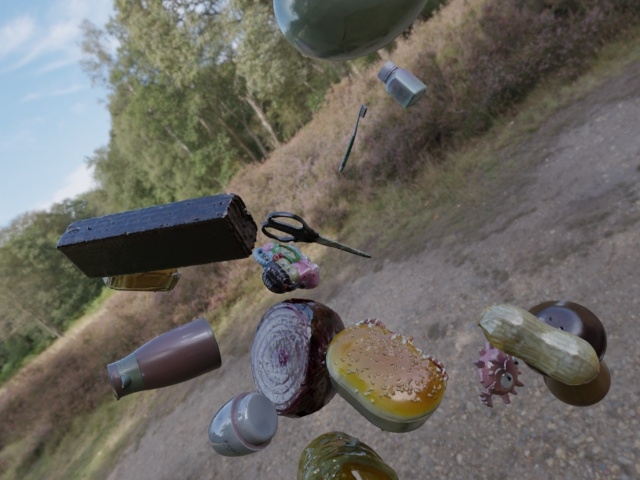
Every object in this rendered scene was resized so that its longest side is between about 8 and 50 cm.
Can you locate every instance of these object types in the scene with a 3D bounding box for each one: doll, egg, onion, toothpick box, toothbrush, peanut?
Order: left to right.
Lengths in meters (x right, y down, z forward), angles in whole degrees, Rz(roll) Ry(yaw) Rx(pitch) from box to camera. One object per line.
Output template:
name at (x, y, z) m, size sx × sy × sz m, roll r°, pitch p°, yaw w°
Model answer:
onion at (-0.045, 0.348, 1.340) m, size 0.281 × 0.260 × 0.337 m, roll -18°, pitch 66°, yaw 36°
toothbrush at (0.103, -0.324, 1.452) m, size 0.018 × 0.024 × 0.257 m, roll -27°, pitch -29°, yaw -38°
egg at (0.041, -0.315, 0.574) m, size 0.208 × 0.151 × 0.151 m, roll -11°, pitch 24°, yaw 13°
doll at (0.656, 0.493, 1.660) m, size 0.262 × 0.211 × 0.093 m, roll -47°, pitch 0°, yaw -31°
peanut at (0.376, 0.177, 0.782) m, size 0.087 × 0.206 × 0.087 m, roll -46°, pitch -28°, yaw -34°
toothpick box at (0.594, 0.279, 1.080) m, size 0.192 × 0.294 × 0.192 m, roll -25°, pitch 38°, yaw 21°

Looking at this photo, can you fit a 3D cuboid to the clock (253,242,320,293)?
clock at (-0.117, 0.087, 1.397) m, size 0.100 × 0.194 × 0.195 m, roll -57°, pitch -24°, yaw 19°

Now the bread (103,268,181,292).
bread at (-0.614, 0.103, 1.536) m, size 0.136 × 0.241 × 0.107 m, roll 37°, pitch 109°, yaw 43°

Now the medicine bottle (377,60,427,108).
medicine bottle at (0.205, -0.400, 1.143) m, size 0.074 × 0.118 × 0.055 m, roll -39°, pitch -10°, yaw -40°

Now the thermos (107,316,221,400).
thermos at (-0.413, 0.315, 1.172) m, size 0.264 × 0.146 × 0.176 m, roll -19°, pitch 3°, yaw -26°

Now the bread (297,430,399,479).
bread at (0.082, 0.722, 1.401) m, size 0.341 × 0.300 × 0.211 m, roll 109°, pitch 175°, yaw -78°

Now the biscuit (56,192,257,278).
biscuit at (-0.306, -0.003, 0.838) m, size 0.387 × 0.107 × 0.073 m, roll -9°, pitch 44°, yaw 18°

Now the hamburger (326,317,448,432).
hamburger at (0.150, 0.312, 1.065) m, size 0.295 × 0.152 × 0.227 m, roll 34°, pitch 38°, yaw 33°

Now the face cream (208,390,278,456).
face cream at (-0.122, 0.291, 0.704) m, size 0.095 × 0.091 × 0.091 m, roll -35°, pitch 16°, yaw 24°

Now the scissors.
scissors at (0.000, 0.000, 1.111) m, size 0.109 × 0.299 × 0.022 m, roll -46°, pitch 31°, yaw 48°
